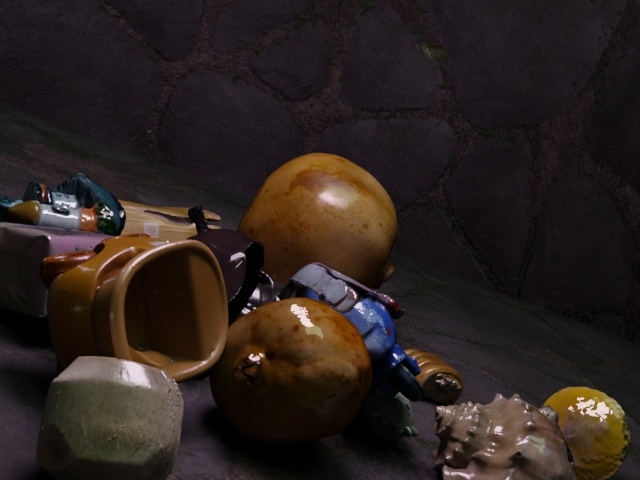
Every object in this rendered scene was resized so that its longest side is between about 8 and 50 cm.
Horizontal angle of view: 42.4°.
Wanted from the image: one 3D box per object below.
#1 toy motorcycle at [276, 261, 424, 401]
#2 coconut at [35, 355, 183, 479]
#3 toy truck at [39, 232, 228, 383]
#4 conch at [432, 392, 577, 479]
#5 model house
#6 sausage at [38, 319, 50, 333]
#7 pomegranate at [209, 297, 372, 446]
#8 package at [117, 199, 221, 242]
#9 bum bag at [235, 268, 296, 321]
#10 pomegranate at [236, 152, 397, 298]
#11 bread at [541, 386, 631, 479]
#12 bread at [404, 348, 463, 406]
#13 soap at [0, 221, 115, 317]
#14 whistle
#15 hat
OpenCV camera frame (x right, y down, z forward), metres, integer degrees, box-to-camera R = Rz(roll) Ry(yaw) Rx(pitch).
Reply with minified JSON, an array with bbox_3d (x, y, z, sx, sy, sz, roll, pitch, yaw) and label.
[{"bbox_3d":[0.035,0.159,1.433,0.241,0.182,0.319,24,2,-34],"label":"toy motorcycle"},{"bbox_3d":[-0.236,0.220,0.938,0.161,0.162,0.161,8,-15,2],"label":"coconut"},{"bbox_3d":[-0.266,0.099,1.181,0.212,0.204,0.288,-3,8,28],"label":"toy truck"},{"bbox_3d":[0.324,0.372,1.341,0.324,0.186,0.263,23,27,6],"label":"conch"},{"bbox_3d":[-0.555,-0.037,1.558,0.291,0.184,0.253,9,20,-36],"label":"model house"},{"bbox_3d":[-0.329,0.170,1.329,0.253,0.034,0.034,21,10,-13],"label":"sausage"},{"bbox_3d":[-0.047,0.198,1.244,0.248,0.248,0.248,22,10,-4],"label":"pomegranate"},{"bbox_3d":[-0.357,0.002,1.795,0.311,0.165,0.221,12,14,-45],"label":"package"},{"bbox_3d":[-0.060,0.151,1.781,0.326,0.142,0.079,20,-28,-11],"label":"bum bag"},{"bbox_3d":[0.000,0.000,1.969,0.417,0.416,0.416,22,10,-4],"label":"pomegranate"},{"bbox_3d":[0.540,0.393,1.667,0.197,0.197,0.170,30,6,38],"label":"bread"},{"bbox_3d":[0.233,0.293,1.798,0.119,0.084,0.177,18,7,-28],"label":"bread"},{"bbox_3d":[-0.427,0.049,1.345,0.182,0.138,0.199,7,0,33],"label":"soap"},{"bbox_3d":[0.108,0.289,1.495,0.110,0.092,0.244,27,8,-17],"label":"whistle"},{"bbox_3d":[-0.234,0.081,1.479,0.209,0.238,0.336,25,20,0],"label":"hat"}]
